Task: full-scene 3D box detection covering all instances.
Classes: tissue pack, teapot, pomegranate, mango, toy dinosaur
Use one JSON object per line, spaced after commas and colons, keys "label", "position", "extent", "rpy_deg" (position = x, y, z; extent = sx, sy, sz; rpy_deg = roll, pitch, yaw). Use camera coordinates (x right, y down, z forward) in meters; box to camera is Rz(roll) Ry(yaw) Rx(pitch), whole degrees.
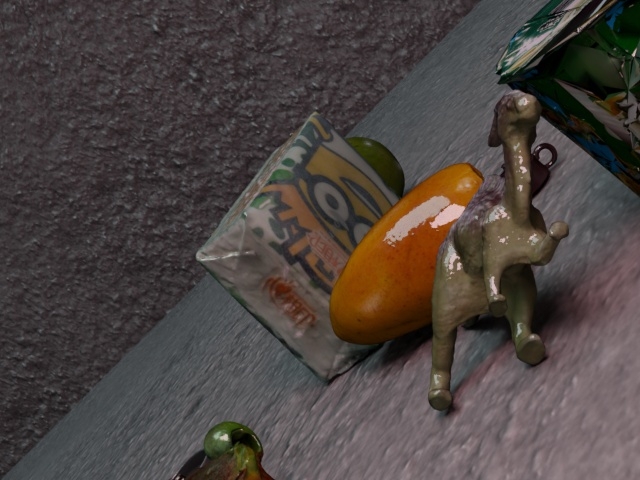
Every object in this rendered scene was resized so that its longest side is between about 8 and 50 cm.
{"label": "tissue pack", "position": [0.000, 0.000, 1.186], "extent": [0.128, 0.228, 0.311], "rpy_deg": [-39, 12, 30]}
{"label": "teapot", "position": [0.229, -0.075, 1.062], "extent": [0.100, 0.045, 0.068], "rpy_deg": [-45, 11, 9]}
{"label": "pomegranate", "position": [0.043, -0.100, 1.500], "extent": [0.179, 0.210, 0.179], "rpy_deg": [-23, 31, 15]}
{"label": "mango", "position": [0.101, 0.025, 0.961], "extent": [0.252, 0.126, 0.154], "rpy_deg": [-42, -1, 28]}
{"label": "toy dinosaur", "position": [0.144, 0.016, 0.759], "extent": [0.294, 0.077, 0.162], "rpy_deg": [110, 167, -45]}

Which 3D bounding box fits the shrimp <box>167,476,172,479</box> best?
{"label": "shrimp", "position": [-0.174, 0.320, 1.105], "extent": [0.187, 0.052, 0.132], "rpy_deg": [-39, 6, 43]}

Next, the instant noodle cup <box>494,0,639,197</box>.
{"label": "instant noodle cup", "position": [0.280, -0.146, 0.736], "extent": [0.240, 0.178, 0.240], "rpy_deg": [-44, 10, 9]}

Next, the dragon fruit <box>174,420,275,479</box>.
{"label": "dragon fruit", "position": [-0.110, 0.286, 0.754], "extent": [0.268, 0.130, 0.295], "rpy_deg": [-33, 16, 53]}

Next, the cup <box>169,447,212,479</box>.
{"label": "cup", "position": [-0.127, 0.286, 0.988], "extent": [0.100, 0.077, 0.078], "rpy_deg": [-50, 11, -28]}
